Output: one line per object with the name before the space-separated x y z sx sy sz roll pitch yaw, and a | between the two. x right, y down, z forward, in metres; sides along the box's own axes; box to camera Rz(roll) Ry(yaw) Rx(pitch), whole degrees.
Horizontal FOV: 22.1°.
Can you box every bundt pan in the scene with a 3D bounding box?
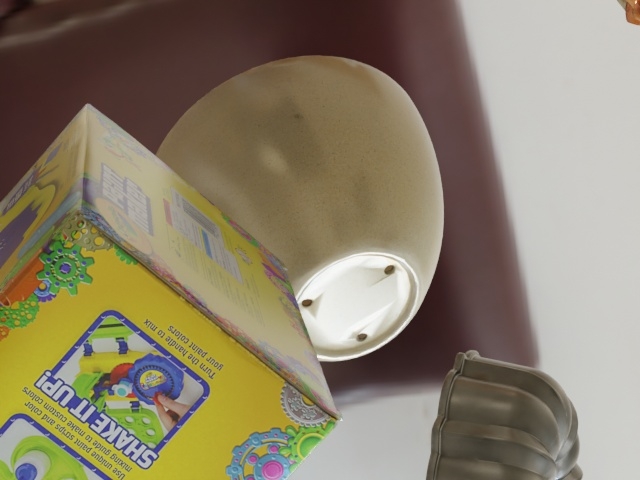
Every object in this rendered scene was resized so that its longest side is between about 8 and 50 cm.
bundt pan | 0.212 0.285 1.796 0.331 0.124 0.331 1 90 -71

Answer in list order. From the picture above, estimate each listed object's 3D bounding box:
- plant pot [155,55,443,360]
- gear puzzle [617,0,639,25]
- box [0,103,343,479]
plant pot | 0.000 0.000 1.505 0.284 0.284 0.191 58 2 -44
gear puzzle | 0.233 -0.108 0.856 0.044 0.175 0.339 -43 98 -29
box | -0.158 0.103 0.946 0.177 0.279 0.290 40 7 -15
